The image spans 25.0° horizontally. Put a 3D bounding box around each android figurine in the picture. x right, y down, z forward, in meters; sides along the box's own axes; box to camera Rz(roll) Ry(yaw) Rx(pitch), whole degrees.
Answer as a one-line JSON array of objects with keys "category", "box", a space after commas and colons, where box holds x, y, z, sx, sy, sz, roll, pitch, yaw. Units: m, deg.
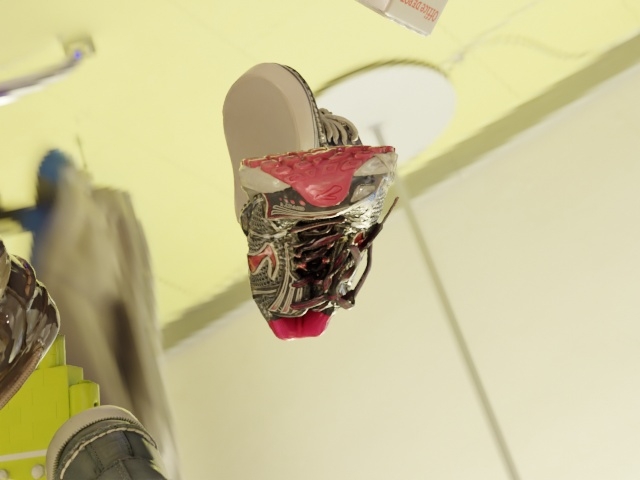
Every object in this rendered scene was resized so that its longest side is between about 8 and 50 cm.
[{"category": "android figurine", "box": [-0.421, 0.275, 2.073, 0.248, 0.273, 0.056, -9, 163, 23]}]

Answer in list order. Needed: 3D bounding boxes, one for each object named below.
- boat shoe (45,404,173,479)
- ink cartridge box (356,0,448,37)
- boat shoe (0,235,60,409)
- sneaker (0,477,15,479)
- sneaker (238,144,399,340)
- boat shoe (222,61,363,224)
[{"category": "boat shoe", "box": [-0.134, 0.281, 1.103, 0.116, 0.099, 0.319, -21, 118, -23]}, {"category": "ink cartridge box", "box": [0.111, -0.356, 1.569, 0.237, 0.100, 0.172, -62, 161, 10]}, {"category": "boat shoe", "box": [-0.299, 0.152, 0.943, 0.355, 0.132, 0.130, -49, 131, -1]}, {"category": "sneaker", "box": [-0.193, 0.277, 0.752, 0.296, 0.131, 0.112, -62, 170, 12]}, {"category": "sneaker", "box": [0.000, 0.000, 1.126, 0.121, 0.112, 0.299, -5, 166, -4]}, {"category": "boat shoe", "box": [-0.023, -0.128, 1.750, 0.158, 0.127, 0.340, -43, 161, -26]}]
